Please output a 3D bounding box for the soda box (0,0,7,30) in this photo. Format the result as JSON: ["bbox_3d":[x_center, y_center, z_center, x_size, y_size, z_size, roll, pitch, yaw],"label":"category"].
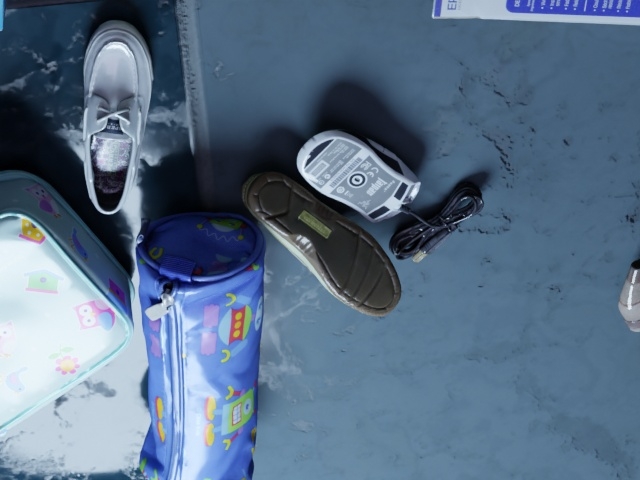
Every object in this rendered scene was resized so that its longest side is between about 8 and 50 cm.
[{"bbox_3d":[-0.305,-0.288,1.484,0.071,0.067,0.210,2,120,-7],"label":"soda box"}]

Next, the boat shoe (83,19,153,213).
[{"bbox_3d":[-0.192,-0.110,1.605,0.066,0.063,0.184,8,120,-11],"label":"boat shoe"}]

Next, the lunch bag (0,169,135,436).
[{"bbox_3d":[-0.330,0.078,1.679,0.279,0.108,0.224,-31,123,14],"label":"lunch bag"}]

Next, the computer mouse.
[{"bbox_3d":[0.058,-0.056,1.679,0.193,0.042,0.106,34,117,-29],"label":"computer mouse"}]

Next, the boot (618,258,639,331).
[{"bbox_3d":[0.362,0.050,1.776,0.118,0.042,0.087,-10,128,1],"label":"boot"}]

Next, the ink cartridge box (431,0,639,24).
[{"bbox_3d":[0.265,-0.277,1.551,0.333,0.065,0.165,1,121,-8],"label":"ink cartridge box"}]

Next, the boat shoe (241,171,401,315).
[{"bbox_3d":[0.000,0.000,1.690,0.190,0.072,0.068,45,78,-15],"label":"boat shoe"}]

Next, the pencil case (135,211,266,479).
[{"bbox_3d":[-0.120,0.118,1.708,0.119,0.133,0.306,19,125,23],"label":"pencil case"}]
